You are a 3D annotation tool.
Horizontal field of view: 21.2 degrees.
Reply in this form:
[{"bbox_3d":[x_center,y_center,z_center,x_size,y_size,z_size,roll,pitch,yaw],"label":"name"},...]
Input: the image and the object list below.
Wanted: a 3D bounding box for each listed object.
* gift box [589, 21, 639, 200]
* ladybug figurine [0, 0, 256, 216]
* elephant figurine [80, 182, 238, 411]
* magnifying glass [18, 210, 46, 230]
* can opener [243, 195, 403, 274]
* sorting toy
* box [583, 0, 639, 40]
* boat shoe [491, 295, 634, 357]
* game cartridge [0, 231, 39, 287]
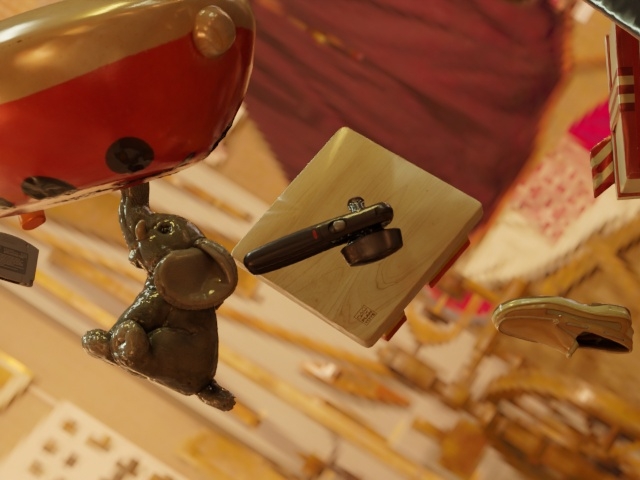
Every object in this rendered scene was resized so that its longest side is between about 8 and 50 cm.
[{"bbox_3d":[0.480,-0.158,2.212,0.258,0.255,0.276,24,-113,-81],"label":"gift box"},{"bbox_3d":[-0.228,-0.122,1.584,0.305,0.162,0.449,-14,0,-40],"label":"ladybug figurine"},{"bbox_3d":[-0.172,0.049,2.029,0.186,0.169,0.239,33,-104,-44],"label":"elephant figurine"},{"bbox_3d":[-0.337,-0.116,1.857,0.092,0.231,0.026,-29,-28,22],"label":"magnifying glass"},{"bbox_3d":[0.000,0.000,1.973,0.186,0.073,0.059,-15,-25,-1],"label":"can opener"},{"bbox_3d":[0.056,0.007,2.387,0.257,0.255,0.089,-49,-31,-16],"label":"sorting toy"},{"bbox_3d":[0.496,-0.374,1.640,0.472,0.297,0.480,-65,28,17],"label":"box"},{"bbox_3d":[0.318,0.118,2.219,0.068,0.190,0.072,104,166,-54],"label":"boat shoe"},{"bbox_3d":[-0.376,0.019,2.032,0.017,0.083,0.056,-16,60,52],"label":"game cartridge"}]
